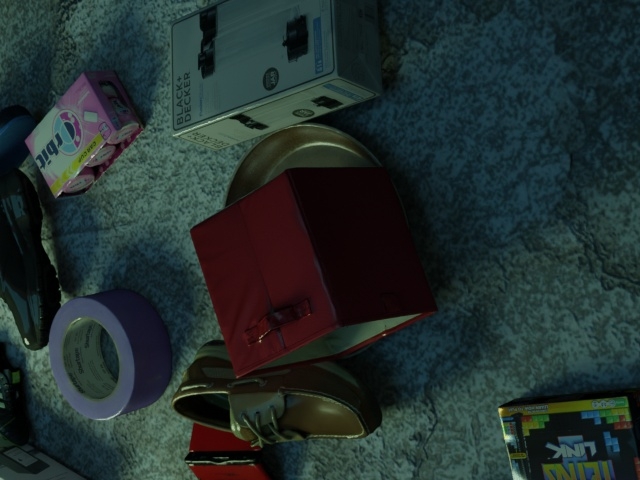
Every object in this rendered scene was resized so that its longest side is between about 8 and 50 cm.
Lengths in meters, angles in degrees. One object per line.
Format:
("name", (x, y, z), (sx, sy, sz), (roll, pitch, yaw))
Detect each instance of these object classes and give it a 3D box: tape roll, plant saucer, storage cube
("tape roll", (-0.318, 0.171, 1.910), (0.189, 0.080, 0.189), (8, 103, 36))
("plant saucer", (0.000, 0.000, 1.649), (0.311, 0.050, 0.310), (8, 104, 37))
("storage cube", (-0.009, 0.035, 1.501), (0.184, 0.215, 0.193), (-29, 73, 38))

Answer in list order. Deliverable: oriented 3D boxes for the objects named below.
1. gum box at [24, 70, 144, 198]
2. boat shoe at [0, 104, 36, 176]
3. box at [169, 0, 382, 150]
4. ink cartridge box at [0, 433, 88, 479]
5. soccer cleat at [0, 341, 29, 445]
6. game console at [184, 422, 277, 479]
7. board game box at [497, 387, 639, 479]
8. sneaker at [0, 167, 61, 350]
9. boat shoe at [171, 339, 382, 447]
("gum box", (-0.349, -0.160, 1.886), (0.188, 0.062, 0.107), (-41, 73, 36))
("boat shoe", (-0.543, -0.131, 2.019), (0.258, 0.109, 0.089), (-48, 65, 31))
("box", (-0.064, -0.232, 1.606), (0.290, 0.087, 0.169), (-13, 72, 39))
("ink cartridge box", (-0.496, 0.452, 2.077), (0.273, 0.115, 0.198), (21, 110, 34))
("soccer cleat", (-0.522, 0.254, 2.102), (0.072, 0.060, 0.179), (-33, 77, 24))
("game console", (-0.115, 0.301, 1.816), (0.144, 0.085, 0.124), (-8, 124, 39))
("board game box", (0.299, 0.248, 1.458), (0.170, 0.048, 0.141), (-12, 89, 39))
("sneaker", (-0.486, 0.037, 1.976), (0.130, 0.109, 0.286), (-15, 80, 2))
("boat shoe", (-0.067, 0.222, 1.675), (0.324, 0.120, 0.122), (4, 131, 42))
